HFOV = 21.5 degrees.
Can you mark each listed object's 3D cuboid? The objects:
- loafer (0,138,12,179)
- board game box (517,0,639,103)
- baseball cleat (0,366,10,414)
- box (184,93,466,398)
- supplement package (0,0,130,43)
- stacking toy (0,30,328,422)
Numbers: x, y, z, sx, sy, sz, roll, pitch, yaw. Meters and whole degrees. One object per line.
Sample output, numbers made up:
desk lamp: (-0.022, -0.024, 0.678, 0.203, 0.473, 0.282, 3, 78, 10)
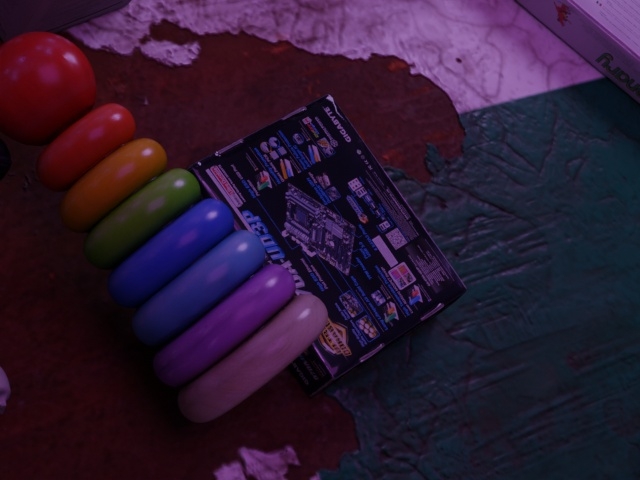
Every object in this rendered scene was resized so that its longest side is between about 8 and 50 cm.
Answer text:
loafer: (-0.344, -0.081, 1.282, 0.223, 0.076, 0.078, 5, 57, -31)
board game box: (0.327, -0.260, 1.776, 0.305, 0.053, 0.193, 39, 54, -7)
baseball cleat: (-0.329, 0.114, 1.209, 0.206, 0.072, 0.109, -15, 61, -39)
box: (0.000, 0.000, 1.456, 0.175, 0.051, 0.220, -31, 84, -37)
supplement package: (-0.195, -0.287, 1.368, 0.139, 0.244, 0.134, -29, 83, -37)
stacking toy: (-0.143, -0.024, 1.314, 0.330, 0.141, 0.141, 52, 52, -3)
